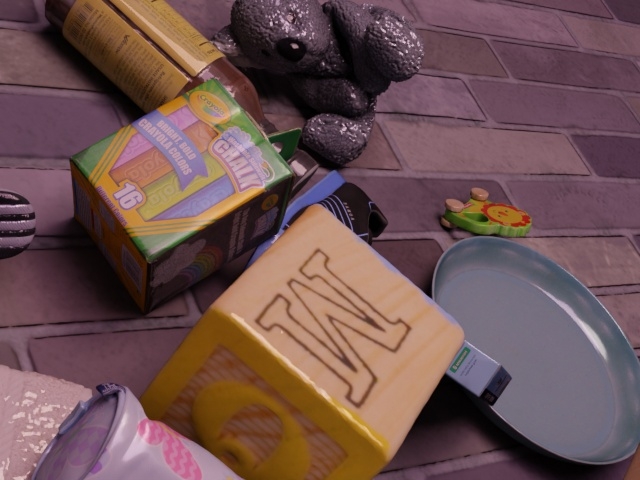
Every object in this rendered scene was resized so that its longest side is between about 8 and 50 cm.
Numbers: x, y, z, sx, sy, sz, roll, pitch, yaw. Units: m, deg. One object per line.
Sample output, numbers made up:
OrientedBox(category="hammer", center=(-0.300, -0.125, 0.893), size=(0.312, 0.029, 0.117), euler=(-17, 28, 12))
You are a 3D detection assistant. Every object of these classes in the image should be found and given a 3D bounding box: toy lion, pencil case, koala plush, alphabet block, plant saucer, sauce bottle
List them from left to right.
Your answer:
OrientedBox(category="sauce bottle", center=(-0.151, -0.172, 1.264), size=(0.344, 0.111, 0.111), euler=(44, 38, 4))
OrientedBox(category="pencil case", center=(-0.092, 0.225, 0.878), size=(0.273, 0.124, 0.113), euler=(40, 78, -20))
OrientedBox(category="alphabet block", center=(-0.019, 0.122, 1.019), size=(0.193, 0.192, 0.197), euler=(39, 37, 3))
OrientedBox(category="koala plush", center=(-0.016, -0.243, 1.395), size=(0.221, 0.196, 0.203), euler=(24, 29, -18))
OrientedBox(category="toy lion", center=(0.217, -0.029, 1.454), size=(0.096, 0.034, 0.100), euler=(29, 32, 30))
OrientedBox(category="plant saucer", center=(0.253, 0.132, 1.348), size=(0.317, 0.044, 0.317), euler=(22, 41, -21))

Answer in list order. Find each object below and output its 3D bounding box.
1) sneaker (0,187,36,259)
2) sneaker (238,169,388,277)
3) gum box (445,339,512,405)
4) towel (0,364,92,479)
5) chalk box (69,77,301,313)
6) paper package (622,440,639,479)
OrientedBox(category="sneaker", center=(-0.365, -0.017, 0.987), size=(0.223, 0.083, 0.098), euler=(4, 8, -20))
OrientedBox(category="sneaker", center=(0.000, 0.000, 1.240), size=(0.090, 0.081, 0.232), euler=(38, 38, 6))
OrientedBox(category="gum box", center=(0.104, 0.096, 1.161), size=(0.184, 0.041, 0.157), euler=(34, -2, 18))
OrientedBox(category="towel", center=(-0.278, 0.195, 0.848), size=(0.187, 0.049, 0.282), euler=(23, 41, -21))
OrientedBox(category="chalk box", center=(-0.115, -0.055, 1.094), size=(0.213, 0.132, 0.132), euler=(-33, 74, -23))
OrientedBox(category="paper package", center=(0.388, 0.328, 1.034), size=(0.325, 0.168, 0.309), euler=(-32, 107, -60))
